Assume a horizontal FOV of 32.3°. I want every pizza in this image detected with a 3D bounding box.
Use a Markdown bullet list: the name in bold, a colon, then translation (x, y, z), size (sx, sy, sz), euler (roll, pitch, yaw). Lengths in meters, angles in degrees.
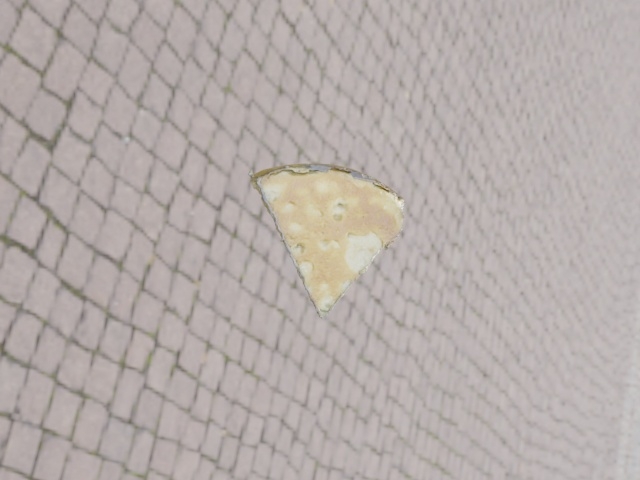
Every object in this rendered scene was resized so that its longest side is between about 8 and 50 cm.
- **pizza**: translation (0.000, 0.000, 0.778), size (0.123, 0.026, 0.108), euler (10, 86, -22)
